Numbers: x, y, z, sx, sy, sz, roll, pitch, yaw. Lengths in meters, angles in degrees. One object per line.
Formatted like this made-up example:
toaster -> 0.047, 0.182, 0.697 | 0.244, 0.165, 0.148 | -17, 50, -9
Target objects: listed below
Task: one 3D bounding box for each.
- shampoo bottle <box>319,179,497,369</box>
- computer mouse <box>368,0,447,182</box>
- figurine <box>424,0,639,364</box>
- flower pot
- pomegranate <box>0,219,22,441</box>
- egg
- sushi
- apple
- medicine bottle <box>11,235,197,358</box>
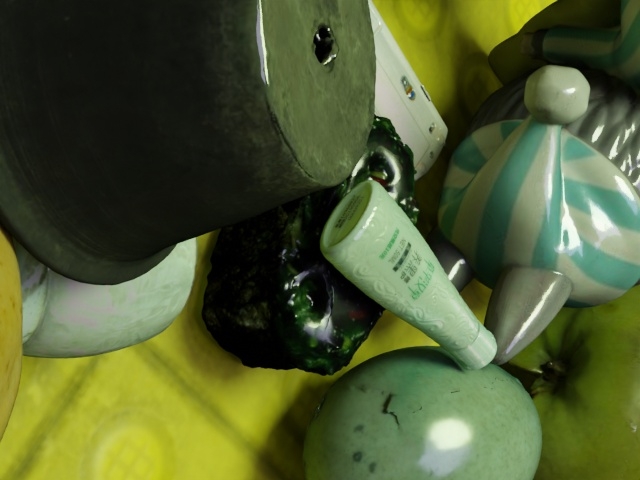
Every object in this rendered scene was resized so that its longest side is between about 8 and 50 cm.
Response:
shampoo bottle -> 0.073, 0.037, 0.826 | 0.191, 0.041, 0.069 | 46, 62, -35
computer mouse -> 0.046, -0.139, 0.977 | 0.199, 0.044, 0.102 | 53, 54, -29
figurine -> 0.254, -0.043, 0.954 | 0.266, 0.361, 0.378 | 26, 61, -2
flower pot -> -0.061, -0.094, 0.560 | 0.235, 0.148, 0.235 | -1, 90, -65
pomegranate -> -0.284, 0.031, 0.496 | 0.307, 0.307, 0.307 | 2, 87, -45
egg -> 0.088, 0.174, 0.920 | 0.236, 0.169, 0.169 | -1, 89, -47
sushi -> 0.000, 0.000, 0.870 | 0.124, 0.127, 0.225 | 39, 60, -38
apple -> 0.318, 0.182, 1.104 | 0.258, 0.233, 0.295 | 35, 64, -41
medicine bottle -> -0.173, 0.003, 0.682 | 0.143, 0.147, 0.147 | -5, 92, -43
